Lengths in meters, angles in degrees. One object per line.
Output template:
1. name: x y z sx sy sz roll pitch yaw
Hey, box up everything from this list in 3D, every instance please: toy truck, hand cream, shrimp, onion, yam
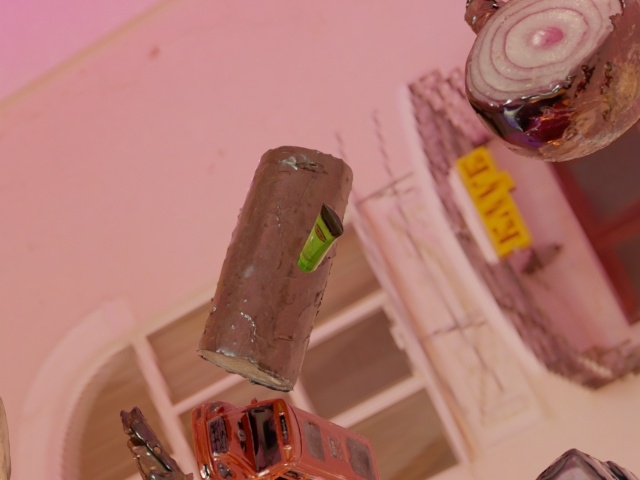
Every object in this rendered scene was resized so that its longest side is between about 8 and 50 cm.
1. toy truck: -0.040 0.258 1.753 0.252 0.114 0.108 31 -141 -47
2. hand cream: 0.000 0.000 1.442 0.036 0.023 0.122 59 158 13
3. shrimp: -0.107 0.256 1.350 0.117 0.066 0.262 12 -148 -40
4. onion: 0.214 -0.171 1.390 0.140 0.195 0.218 38 177 -41
5. yam: -0.052 0.030 1.680 0.131 0.131 0.280 42 -124 -48

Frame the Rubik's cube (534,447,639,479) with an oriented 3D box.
1. Rubik's cube: 0.224 0.407 1.194 0.344 0.344 0.337 47 -176 19

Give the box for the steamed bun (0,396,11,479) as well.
1. steamed bun: -0.323 0.066 0.653 0.241 0.374 0.374 -20 -100 -41
